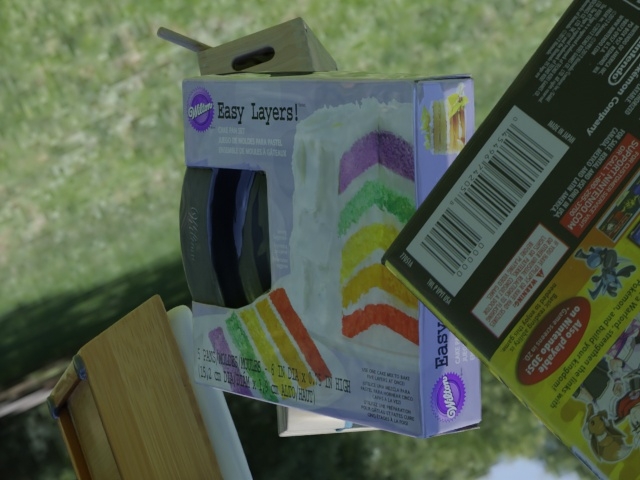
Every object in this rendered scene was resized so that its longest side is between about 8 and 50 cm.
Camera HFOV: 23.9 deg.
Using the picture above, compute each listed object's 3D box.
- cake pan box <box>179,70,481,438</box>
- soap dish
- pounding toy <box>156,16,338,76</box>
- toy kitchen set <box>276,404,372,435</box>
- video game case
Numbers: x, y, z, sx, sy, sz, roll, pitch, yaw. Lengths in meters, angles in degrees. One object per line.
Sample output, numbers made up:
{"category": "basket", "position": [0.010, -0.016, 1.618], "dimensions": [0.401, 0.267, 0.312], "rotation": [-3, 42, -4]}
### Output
{"category": "cake pan box", "position": [0.000, 0.000, 1.097], "dimensions": [0.070, 0.245, 0.267], "rotation": [-7, -170, -41]}
{"category": "soap dish", "position": [-0.172, 0.199, 1.474], "dimensions": [0.118, 0.229, 0.291], "rotation": [-17, 170, -21]}
{"category": "pounding toy", "position": [-0.065, -0.160, 1.481], "dimensions": [0.141, 0.100, 0.130], "rotation": [-17, 158, 13]}
{"category": "toy kitchen set", "position": [0.016, 0.113, 1.566], "dimensions": [0.122, 0.166, 0.207], "rotation": [-3, 171, -5]}
{"category": "video game case", "position": [0.181, -0.029, 0.725], "dimensions": [0.035, 0.248, 0.275], "rotation": [27, 103, -44]}
